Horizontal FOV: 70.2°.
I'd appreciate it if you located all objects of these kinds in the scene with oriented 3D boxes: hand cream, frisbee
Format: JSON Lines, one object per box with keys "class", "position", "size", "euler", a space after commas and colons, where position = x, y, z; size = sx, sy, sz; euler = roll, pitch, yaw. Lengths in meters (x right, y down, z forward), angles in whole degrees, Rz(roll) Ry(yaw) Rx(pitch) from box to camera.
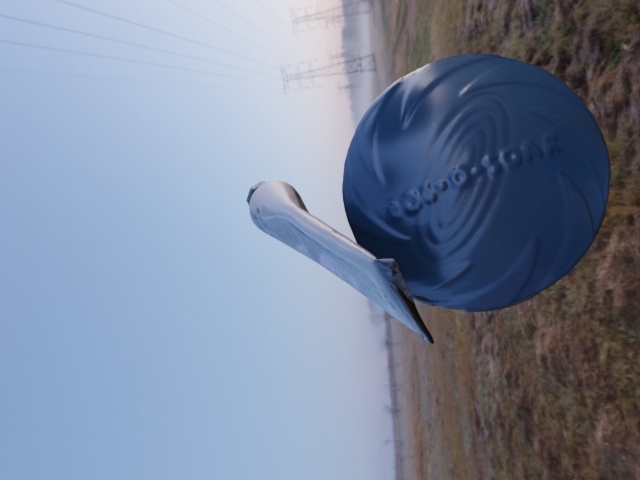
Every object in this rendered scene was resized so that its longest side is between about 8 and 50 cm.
{"class": "hand cream", "position": [0.000, 0.000, 0.544], "size": [0.336, 0.076, 0.121], "euler": [36, 167, 51]}
{"class": "frisbee", "position": [0.160, -0.066, 0.497], "size": [0.049, 0.289, 0.290], "euler": [5, -103, -75]}
